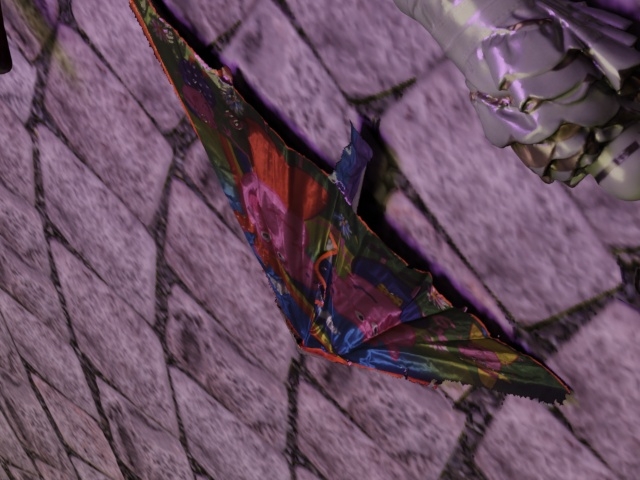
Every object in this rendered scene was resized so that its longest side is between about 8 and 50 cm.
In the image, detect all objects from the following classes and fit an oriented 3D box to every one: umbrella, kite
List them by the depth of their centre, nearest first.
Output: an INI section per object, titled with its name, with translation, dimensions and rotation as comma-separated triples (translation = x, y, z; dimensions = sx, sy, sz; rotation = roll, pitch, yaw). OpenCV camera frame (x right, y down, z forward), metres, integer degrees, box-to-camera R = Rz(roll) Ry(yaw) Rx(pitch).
[umbrella]
translation = 0.074, -0.072, 0.558
dimensions = 0.143, 0.062, 0.067
rotation = 49, 124, 11
[kite]
translation = 0.000, 0.000, 0.821
dimensions = 0.321, 0.016, 0.234
rotation = 45, 155, 18

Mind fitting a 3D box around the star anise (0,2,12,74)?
[star anise]
translation = -0.283, -0.198, 0.908
dimensions = 0.283, 0.129, 0.212
rotation = 21, 172, 38
